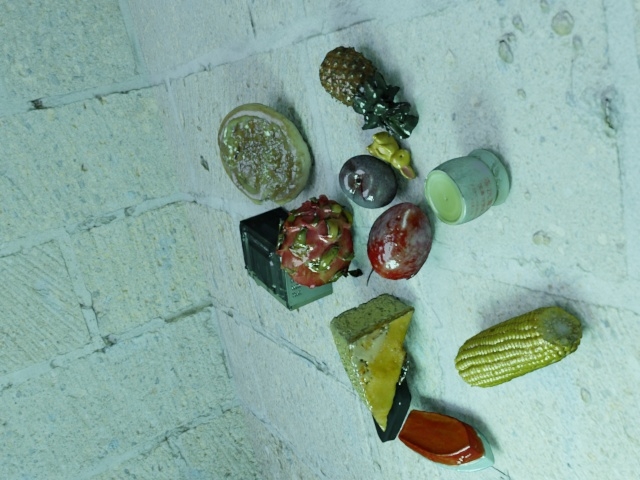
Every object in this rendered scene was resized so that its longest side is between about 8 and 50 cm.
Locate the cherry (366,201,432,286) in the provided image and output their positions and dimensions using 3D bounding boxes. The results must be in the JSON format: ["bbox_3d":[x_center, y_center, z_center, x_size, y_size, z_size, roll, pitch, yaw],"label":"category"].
[{"bbox_3d":[0.215,-0.004,1.717,0.175,0.192,0.249,22,130,10],"label":"cherry"}]

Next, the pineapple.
[{"bbox_3d":[0.128,-0.380,1.681,0.310,0.141,0.170,46,141,26],"label":"pineapple"}]

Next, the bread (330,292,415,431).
[{"bbox_3d":[0.196,0.353,1.960,0.315,0.279,0.248,61,167,-20],"label":"bread"}]

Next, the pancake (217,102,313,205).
[{"bbox_3d":[-0.199,-0.290,2.240,0.383,0.071,0.382,12,118,25],"label":"pancake"}]

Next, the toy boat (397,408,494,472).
[{"bbox_3d":[0.383,0.604,1.886,0.133,0.145,0.332,40,160,-21],"label":"toy boat"}]

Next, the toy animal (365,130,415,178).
[{"bbox_3d":[0.206,-0.228,1.716,0.159,0.083,0.070,45,137,18],"label":"toy animal"}]

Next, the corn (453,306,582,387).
[{"bbox_3d":[0.450,0.254,1.499,0.143,0.144,0.387,62,150,16],"label":"corn"}]

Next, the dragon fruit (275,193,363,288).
[{"bbox_3d":[0.000,0.000,2.074,0.269,0.250,0.291,36,117,29],"label":"dragon fruit"}]

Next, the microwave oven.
[{"bbox_3d":[-0.145,0.062,2.407,0.355,0.219,0.286,34,138,50],"label":"microwave oven"}]

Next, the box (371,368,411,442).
[{"bbox_3d":[0.216,0.474,2.090,0.288,0.073,0.290,100,163,-44],"label":"box"}]

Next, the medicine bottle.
[{"bbox_3d":[0.333,-0.121,1.445,0.147,0.143,0.147,48,152,37],"label":"medicine bottle"}]

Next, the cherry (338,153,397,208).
[{"bbox_3d":[0.141,-0.161,1.772,0.176,0.176,0.140,43,113,43],"label":"cherry"}]
